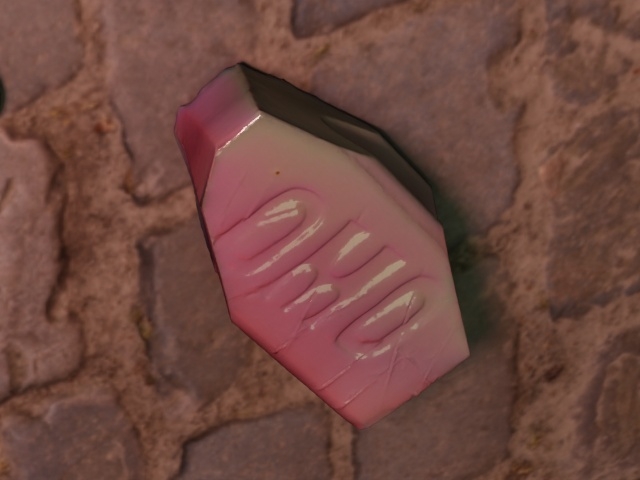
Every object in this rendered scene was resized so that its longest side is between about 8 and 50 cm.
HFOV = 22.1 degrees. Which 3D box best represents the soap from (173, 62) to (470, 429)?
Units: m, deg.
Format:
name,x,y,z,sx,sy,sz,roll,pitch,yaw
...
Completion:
name,x,y,z,sx,sy,sz,roll,pitch,yaw
soap,0.000,0.000,1.404,0.193,0.109,0.324,-37,122,13
